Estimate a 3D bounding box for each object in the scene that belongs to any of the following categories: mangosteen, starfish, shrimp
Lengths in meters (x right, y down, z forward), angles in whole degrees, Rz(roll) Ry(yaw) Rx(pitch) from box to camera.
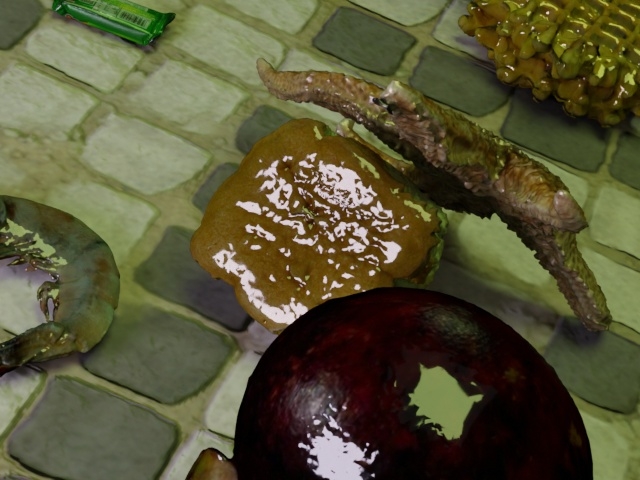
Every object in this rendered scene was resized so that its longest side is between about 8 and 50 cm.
[{"bbox_3d":[0.038,0.124,0.884,0.210,0.210,0.210,13,39,-10],"label":"mangosteen"},{"bbox_3d":[0.088,-0.049,1.097,0.299,0.302,0.060,38,84,0],"label":"starfish"},{"bbox_3d":[-0.212,0.021,1.023,0.195,0.035,0.148,10,42,-15],"label":"shrimp"}]

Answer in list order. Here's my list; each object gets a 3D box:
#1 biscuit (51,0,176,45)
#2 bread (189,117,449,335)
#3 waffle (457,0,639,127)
[{"bbox_3d":[-0.155,-0.167,1.282,0.089,0.016,0.046,20,37,-1],"label":"biscuit"},{"bbox_3d":[0.000,0.000,1.067,0.140,0.128,0.069,36,6,17],"label":"bread"},{"bbox_3d":[0.214,-0.167,1.410,0.197,0.070,0.193,-9,46,-35],"label":"waffle"}]
